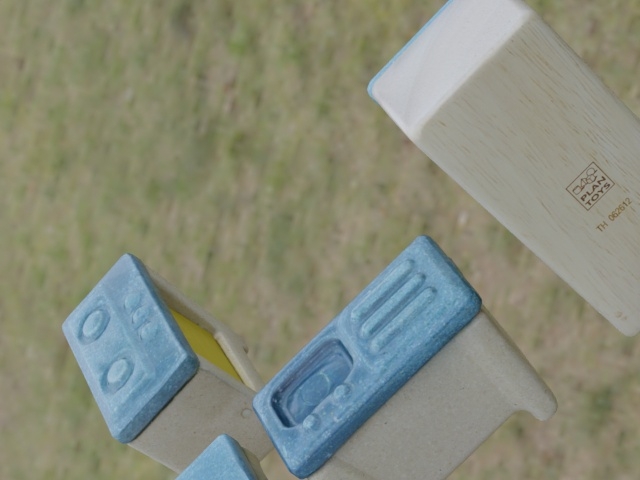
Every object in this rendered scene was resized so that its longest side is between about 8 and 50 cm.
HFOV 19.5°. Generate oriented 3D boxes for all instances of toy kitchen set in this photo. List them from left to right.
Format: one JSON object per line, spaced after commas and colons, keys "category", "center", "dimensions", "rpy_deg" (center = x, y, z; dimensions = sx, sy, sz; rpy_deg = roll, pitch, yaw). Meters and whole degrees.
{"category": "toy kitchen set", "center": [0.000, 0.000, 0.642], "dimensions": [0.207, 0.122, 0.166], "rpy_deg": [-45, 35, 6]}
